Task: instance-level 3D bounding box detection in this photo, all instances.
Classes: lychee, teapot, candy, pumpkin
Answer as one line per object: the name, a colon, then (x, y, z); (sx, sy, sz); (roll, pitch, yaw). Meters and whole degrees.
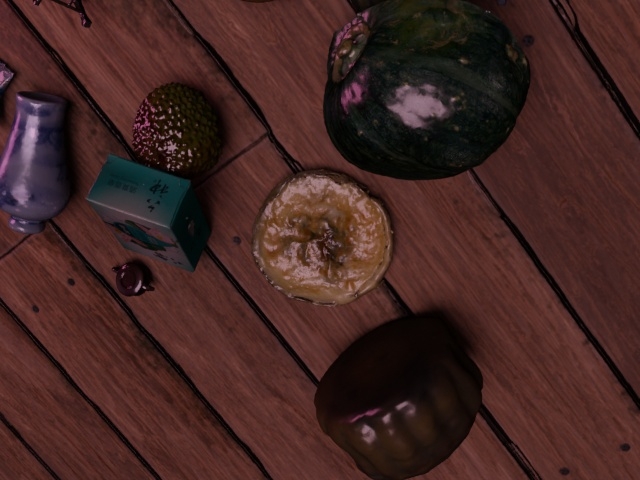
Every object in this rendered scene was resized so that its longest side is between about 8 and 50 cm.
lychee: (-0.243, -0.184, 1.211); (0.171, 0.171, 0.171); (5, 114, 13)
teapot: (-0.374, 0.077, 1.415); (0.100, 0.045, 0.067); (27, 94, 22)
candy: (-0.624, -0.281, 1.333); (0.088, 0.038, 0.136); (32, 110, 15)
pumpkin: (0.137, -0.183, 1.015); (0.263, 0.196, 0.293); (26, 159, -28)

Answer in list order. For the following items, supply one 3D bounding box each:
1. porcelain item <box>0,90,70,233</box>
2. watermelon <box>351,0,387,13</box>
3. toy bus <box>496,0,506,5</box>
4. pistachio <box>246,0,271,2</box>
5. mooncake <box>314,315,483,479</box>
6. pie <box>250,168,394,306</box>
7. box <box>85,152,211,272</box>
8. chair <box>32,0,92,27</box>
porcelain item: (-0.532, -0.142, 1.319); (0.141, 0.141, 0.259); (18, 107, 7)
watermelon: (0.086, -0.396, 1.050); (0.105, 0.105, 0.133); (-12, 129, 19)
toy bus: (0.216, -0.383, 0.975); (0.096, 0.199, 0.108); (6, 111, 12)
pistachio: (-0.102, -0.433, 1.084); (0.210, 0.130, 0.165); (-4, 152, 16)
mooncake: (0.140, 0.272, 1.230); (0.290, 0.290, 0.161); (-28, 108, 24)
pie: (0.000, 0.000, 1.276); (0.274, 0.055, 0.274); (6, 115, 12)
box: (-0.290, -0.040, 1.237); (0.153, 0.092, 0.245); (18, 161, 7)
chair: (-0.439, -0.482, 1.177); (0.106, 0.113, 0.229); (-43, 59, 26)
